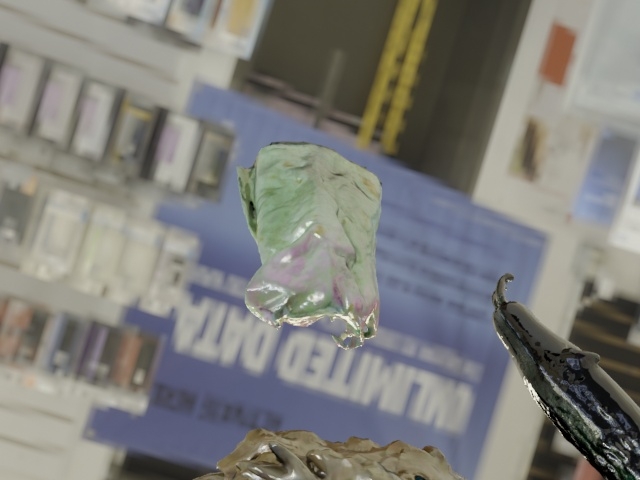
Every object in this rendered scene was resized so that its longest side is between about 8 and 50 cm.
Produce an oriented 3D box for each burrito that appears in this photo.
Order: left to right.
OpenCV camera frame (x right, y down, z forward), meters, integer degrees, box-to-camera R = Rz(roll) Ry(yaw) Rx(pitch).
[{"bbox_3d":[0.000,0.000,1.690,0.144,0.089,0.229,19,-148,-18],"label":"burrito"}]

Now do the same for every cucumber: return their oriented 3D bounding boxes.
[{"bbox_3d":[0.123,0.071,0.891,0.043,0.039,0.163,-11,-132,-40],"label":"cucumber"}]

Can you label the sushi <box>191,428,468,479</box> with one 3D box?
[{"bbox_3d":[0.025,0.185,0.905,0.225,0.219,0.238,-17,129,39],"label":"sushi"}]
